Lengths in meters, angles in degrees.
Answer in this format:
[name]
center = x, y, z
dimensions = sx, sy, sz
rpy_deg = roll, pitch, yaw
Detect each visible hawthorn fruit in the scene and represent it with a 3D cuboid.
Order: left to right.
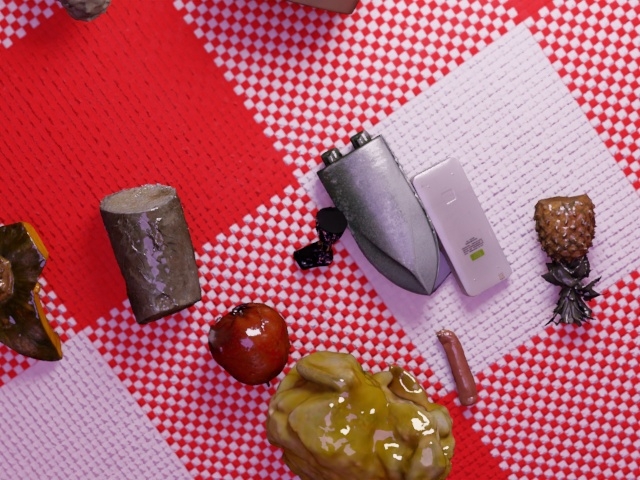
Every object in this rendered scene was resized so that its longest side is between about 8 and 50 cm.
[hawthorn fruit]
center = -0.122, 0.199, 1.744
dimensions = 0.148, 0.148, 0.172
rpy_deg = -21, 105, 4

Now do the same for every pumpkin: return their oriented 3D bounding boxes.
[pumpkin]
center = -0.604, 0.075, 1.758
dimensions = 0.290, 0.095, 0.258
rpy_deg = 14, 102, 3

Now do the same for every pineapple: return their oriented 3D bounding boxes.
[pineapple]
center = 0.453, 0.040, 1.726
dimensions = 0.125, 0.125, 0.251
rpy_deg = -7, 104, 2

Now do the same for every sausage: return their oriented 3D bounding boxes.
[sausage]
center = 0.259, 0.237, 1.791
dimensions = 0.042, 0.036, 0.157
rpy_deg = -26, 99, -30

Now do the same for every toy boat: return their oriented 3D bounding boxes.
[toy boat]
center = 0.118, -0.040, 1.718
dimensions = 0.141, 0.092, 0.319
rpy_deg = -30, 87, 10

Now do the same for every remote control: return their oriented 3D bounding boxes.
[remote control]
center = 0.257, -0.025, 1.747
dimensions = 0.103, 0.034, 0.250
rpy_deg = -29, 96, -10

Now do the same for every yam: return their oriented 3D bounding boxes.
[yam]
center = -0.300, 0.023, 1.722
dimensions = 0.154, 0.154, 0.254
rpy_deg = -14, 95, 3

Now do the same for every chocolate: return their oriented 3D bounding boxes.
[chocolate]
center = 0.003, 0.001, 1.730
dimensions = 0.072, 0.147, 0.070
rpy_deg = 31, 56, 1

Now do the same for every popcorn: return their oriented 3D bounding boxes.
[popcorn]
center = 0.066, 0.350, 1.688
dimensions = 0.334, 0.292, 0.293
rpy_deg = 10, 103, 5

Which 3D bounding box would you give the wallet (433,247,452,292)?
[wallet]
center = 0.173, 0.024, 1.773
dimensions = 0.157, 0.018, 0.082
rpy_deg = 40, 96, -3

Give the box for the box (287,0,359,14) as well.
[box]
center = -0.032, -0.506, 1.582
dimensions = 0.301, 0.301, 0.216
rpy_deg = 12, 105, 0

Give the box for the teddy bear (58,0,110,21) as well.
[teddy bear]
center = -0.429, -0.609, 1.606
dimensions = 0.357, 0.224, 0.367
rpy_deg = 36, 95, -18
